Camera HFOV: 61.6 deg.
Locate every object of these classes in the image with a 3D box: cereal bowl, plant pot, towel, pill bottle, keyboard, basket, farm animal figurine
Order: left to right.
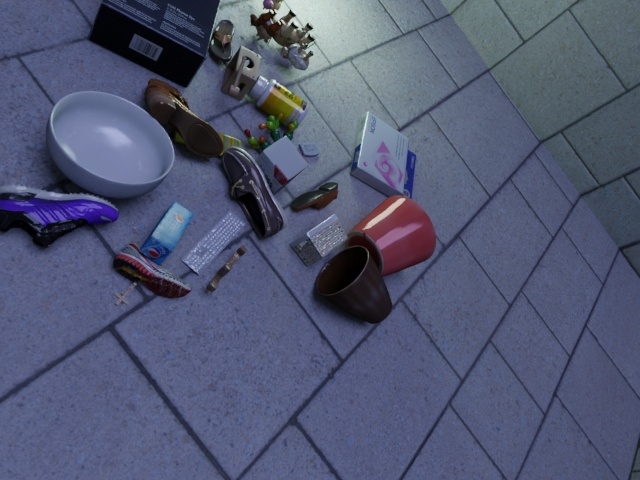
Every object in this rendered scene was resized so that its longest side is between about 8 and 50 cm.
[{"bbox_3d":[-0.595,-0.248,1.504,0.339,0.141,0.339,27,42,-26],"label":"cereal bowl"},{"bbox_3d":[-0.378,-0.334,1.812,0.237,0.021,0.102,14,54,-30],"label":"towel"},{"bbox_3d":[-0.330,0.002,1.679,0.072,0.014,0.256,45,49,-10],"label":"keyboard"},{"bbox_3d":[-0.158,-0.518,2.000,0.215,0.117,0.117,32,52,-20],"label":"pill bottle"},{"bbox_3d":[-0.168,-0.860,2.147,0.327,0.172,0.330,36,42,-32],"label":"farm animal figurine"},{"bbox_3d":[0.000,0.000,1.859,0.167,0.113,0.103,-36,93,-42],"label":"basket"},{"bbox_3d":[0.140,0.173,1.832,0.230,0.215,0.215,47,47,-26],"label":"plant pot"},{"bbox_3d":[0.239,0.004,1.956,0.243,0.275,0.275,-29,86,-32],"label":"plant pot"}]

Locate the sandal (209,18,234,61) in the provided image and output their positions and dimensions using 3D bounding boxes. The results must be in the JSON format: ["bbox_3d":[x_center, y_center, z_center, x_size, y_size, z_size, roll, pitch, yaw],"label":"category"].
[{"bbox_3d":[-0.358,-0.755,1.999,0.090,0.060,0.219,15,58,-13],"label":"sandal"}]

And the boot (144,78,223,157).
[{"bbox_3d":[-0.442,-0.397,1.731,0.283,0.109,0.220,28,21,-36],"label":"boot"}]

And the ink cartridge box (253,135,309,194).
[{"bbox_3d":[-0.156,-0.240,1.823,0.128,0.176,0.127,50,51,-4],"label":"ink cartridge box"}]

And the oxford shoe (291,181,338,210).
[{"bbox_3d":[-0.014,-0.142,1.955,0.212,0.076,0.076,-25,124,-32],"label":"oxford shoe"}]

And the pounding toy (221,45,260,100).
[{"bbox_3d":[-0.271,-0.577,1.903,0.094,0.181,0.206,21,57,-27],"label":"pounding toy"}]

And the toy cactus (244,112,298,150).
[{"bbox_3d":[-0.166,-0.357,1.938,0.219,0.112,0.180,-30,109,-40],"label":"toy cactus"}]

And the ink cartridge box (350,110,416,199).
[{"bbox_3d":[0.291,-0.342,2.279,0.330,0.071,0.324,26,54,-22],"label":"ink cartridge box"}]

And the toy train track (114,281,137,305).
[{"bbox_3d":[-0.527,0.143,1.461,0.048,0.014,0.083,42,49,-12],"label":"toy train track"}]

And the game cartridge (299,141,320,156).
[{"bbox_3d":[-0.041,-0.350,2.070,0.083,0.017,0.056,-12,72,-40],"label":"game cartridge"}]

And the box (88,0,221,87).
[{"bbox_3d":[-0.539,-0.744,1.792,0.343,0.179,0.312,23,57,-26],"label":"box"}]

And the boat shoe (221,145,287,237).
[{"bbox_3d":[-0.233,-0.158,1.768,0.096,0.116,0.324,-36,97,-45],"label":"boat shoe"}]

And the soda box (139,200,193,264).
[{"bbox_3d":[-0.435,-0.025,1.529,0.071,0.067,0.210,38,28,-17],"label":"soda box"}]

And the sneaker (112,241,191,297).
[{"bbox_3d":[-0.455,0.081,1.498,0.225,0.088,0.093,36,43,-21],"label":"sneaker"}]

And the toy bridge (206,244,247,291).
[{"bbox_3d":[-0.291,0.091,1.629,0.026,0.063,0.188,44,48,-10],"label":"toy bridge"}]

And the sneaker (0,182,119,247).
[{"bbox_3d":[-0.682,-0.048,1.395,0.293,0.102,0.146,7,68,-29],"label":"sneaker"}]
